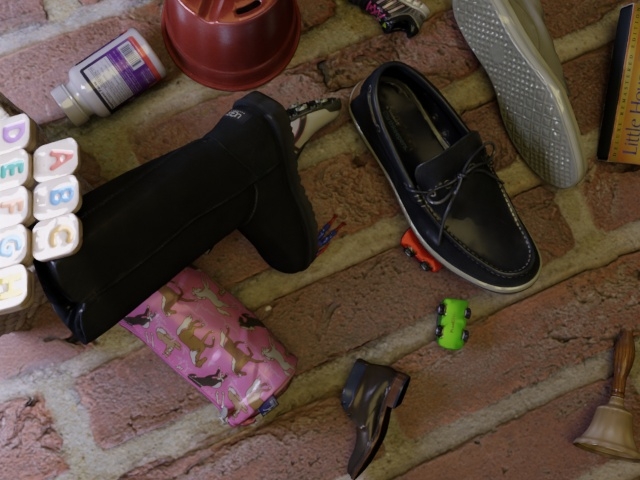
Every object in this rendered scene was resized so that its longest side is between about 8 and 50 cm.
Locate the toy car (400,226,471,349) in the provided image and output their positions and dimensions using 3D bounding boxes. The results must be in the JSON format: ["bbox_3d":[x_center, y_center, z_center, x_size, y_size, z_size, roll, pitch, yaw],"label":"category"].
[{"bbox_3d":[0.256,0.096,1.411,0.239,0.053,0.225,9,86,-4],"label":"toy car"}]

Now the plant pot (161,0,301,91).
[{"bbox_3d":[-0.162,-0.433,1.304,0.272,0.265,0.272,0,86,-5],"label":"plant pot"}]

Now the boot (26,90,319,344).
[{"bbox_3d":[-0.210,0.019,1.179,0.445,0.146,0.367,-43,135,-33],"label":"boot"}]

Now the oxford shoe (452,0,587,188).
[{"bbox_3d":[0.407,-0.316,1.408,0.130,0.169,0.449,-24,87,-26],"label":"oxford shoe"}]

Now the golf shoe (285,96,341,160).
[{"bbox_3d":[-0.072,-0.179,1.391,0.273,0.105,0.120,-29,107,-2],"label":"golf shoe"}]

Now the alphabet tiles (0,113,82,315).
[{"bbox_3d":[-0.446,-0.032,0.981,0.278,0.021,0.284,-13,67,11],"label":"alphabet tiles"}]

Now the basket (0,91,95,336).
[{"bbox_3d":[-0.537,-0.029,1.212,0.266,0.331,0.328,45,83,-3],"label":"basket"}]

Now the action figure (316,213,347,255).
[{"bbox_3d":[0.000,0.000,1.408,0.038,0.030,0.115,42,86,-6],"label":"action figure"}]

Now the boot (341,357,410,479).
[{"bbox_3d":[0.077,0.330,1.381,0.106,0.082,0.219,26,88,19],"label":"boot"}]

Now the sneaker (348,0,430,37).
[{"bbox_3d":[0.126,-0.444,1.431,0.170,0.063,0.074,18,79,-8],"label":"sneaker"}]

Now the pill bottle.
[{"bbox_3d":[-0.390,-0.295,1.353,0.193,0.108,0.108,-36,90,-6],"label":"pill bottle"}]

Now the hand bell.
[{"bbox_3d":[0.573,0.289,1.414,0.126,0.126,0.242,20,72,-3],"label":"hand bell"}]

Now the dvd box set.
[{"bbox_3d":[0.777,-0.284,1.451,0.421,0.062,0.307,5,97,-4],"label":"dvd box set"}]

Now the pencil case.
[{"bbox_3d":[-0.223,0.160,1.314,0.386,0.167,0.160,42,117,-1],"label":"pencil case"}]

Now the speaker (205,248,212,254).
[{"bbox_3d":[-0.255,-0.027,1.373,0.136,0.055,0.055,29,84,-3],"label":"speaker"}]

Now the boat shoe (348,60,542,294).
[{"bbox_3d":[0.228,-0.117,1.340,0.187,0.156,0.500,-32,81,-16],"label":"boat shoe"}]
